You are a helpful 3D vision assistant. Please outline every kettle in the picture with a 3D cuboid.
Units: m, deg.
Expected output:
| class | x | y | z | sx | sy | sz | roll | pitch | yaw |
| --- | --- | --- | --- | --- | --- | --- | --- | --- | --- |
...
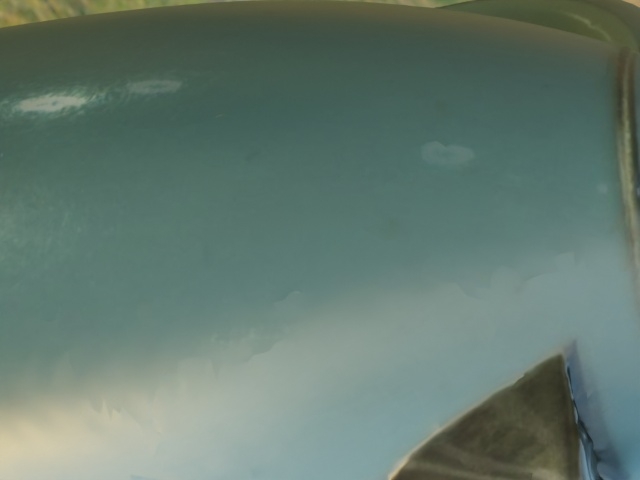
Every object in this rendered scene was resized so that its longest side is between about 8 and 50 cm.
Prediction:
| class | x | y | z | sx | sy | sz | roll | pitch | yaw |
| --- | --- | --- | --- | --- | --- | --- | --- | --- | --- |
| kettle | 0.000 | 0.000 | 0.566 | 0.342 | 0.247 | 0.319 | -10 | -144 | 18 |
